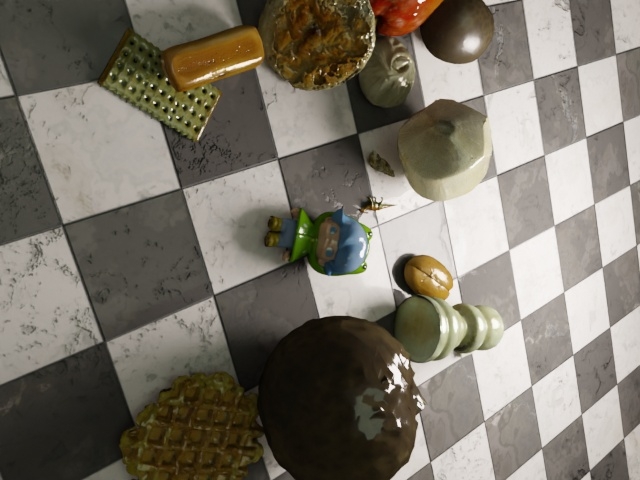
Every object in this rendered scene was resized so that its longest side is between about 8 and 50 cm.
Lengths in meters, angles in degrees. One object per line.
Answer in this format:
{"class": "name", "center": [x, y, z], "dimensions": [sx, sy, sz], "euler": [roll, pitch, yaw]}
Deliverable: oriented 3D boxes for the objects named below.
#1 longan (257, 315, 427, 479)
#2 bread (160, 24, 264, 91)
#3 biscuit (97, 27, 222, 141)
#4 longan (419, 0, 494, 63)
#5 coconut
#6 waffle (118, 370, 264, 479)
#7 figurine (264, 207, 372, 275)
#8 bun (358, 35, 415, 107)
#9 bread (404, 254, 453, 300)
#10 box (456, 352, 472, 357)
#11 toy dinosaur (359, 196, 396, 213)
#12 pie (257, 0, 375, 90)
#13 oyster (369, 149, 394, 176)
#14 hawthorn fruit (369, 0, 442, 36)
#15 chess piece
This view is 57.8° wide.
{"class": "longan", "center": [0.050, 0.363, 1.302], "dimensions": [0.390, 0.391, 0.392], "euler": [-3, 96, -34]}
{"class": "bread", "center": [-0.229, -0.384, 1.219], "dimensions": [0.239, 0.073, 0.093], "euler": [-31, 118, -34]}
{"class": "biscuit", "center": [-0.325, -0.316, 1.205], "dimensions": [0.231, 0.016, 0.139], "euler": [31, 76, -32]}
{"class": "longan", "center": [0.360, -0.572, 1.546], "dimensions": [0.212, 0.198, 0.198], "euler": [31, 77, -37]}
{"class": "coconut", "center": [0.320, -0.239, 1.492], "dimensions": [0.245, 0.244, 0.247], "euler": [-60, 162, -15]}
{"class": "waffle", "center": [-0.269, 0.436, 1.278], "dimensions": [0.324, 0.068, 0.302], "euler": [-34, 112, -29]}
{"class": "figurine", "center": [0.000, 0.000, 1.388], "dimensions": [0.263, 0.143, 0.162], "euler": [12, 80, -17]}
{"class": "bun", "center": [0.186, -0.432, 1.488], "dimensions": [0.183, 0.102, 0.184], "euler": [-5, 99, -36]}
{"class": "bread", "center": [0.314, 0.110, 1.641], "dimensions": [0.189, 0.077, 0.114], "euler": [33, 72, -29]}
{"class": "box", "center": [0.438, 0.309, 1.771], "dimensions": [0.054, 0.024, 0.083], "euler": [-14, 102, -34]}
{"class": "toy dinosaur", "center": [0.154, -0.099, 1.539], "dimensions": [0.113, 0.026, 0.041], "euler": [-15, 109, -23]}
{"class": "pie", "center": [-0.008, -0.469, 1.303], "dimensions": [0.274, 0.055, 0.274], "euler": [-1, 120, -1]}
{"class": "oyster", "center": [0.158, -0.194, 1.513], "dimensions": [0.038, 0.081, 0.083], "euler": [-41, 82, 0]}
{"class": "hawthorn fruit", "center": [0.169, -0.600, 1.361], "dimensions": [0.287, 0.287, 0.331], "euler": [18, 100, -34]}
{"class": "chess piece", "center": [0.384, 0.247, 1.641], "dimensions": [0.330, 0.182, 0.183], "euler": [5, 91, -36]}
